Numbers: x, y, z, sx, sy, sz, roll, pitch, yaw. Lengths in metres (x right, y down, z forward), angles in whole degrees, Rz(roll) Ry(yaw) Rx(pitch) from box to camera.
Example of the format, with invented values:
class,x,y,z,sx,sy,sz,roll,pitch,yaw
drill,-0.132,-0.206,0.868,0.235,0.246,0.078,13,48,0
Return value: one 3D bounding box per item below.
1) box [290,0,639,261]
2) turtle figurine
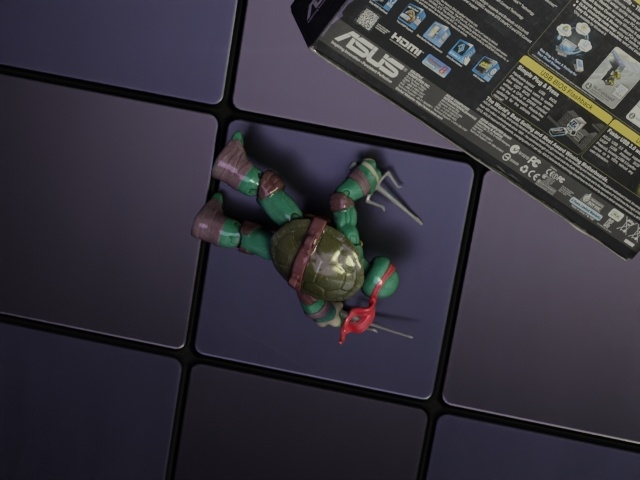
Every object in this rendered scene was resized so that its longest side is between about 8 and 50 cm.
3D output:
class,x,y,z,sx,sy,sz,roll,pitch,yaw
box,0.222,-0.201,1.630,0.395,0.097,0.318,31,110,-28
turtle figurine,0.000,0.000,1.790,0.234,0.118,0.175,28,106,7
